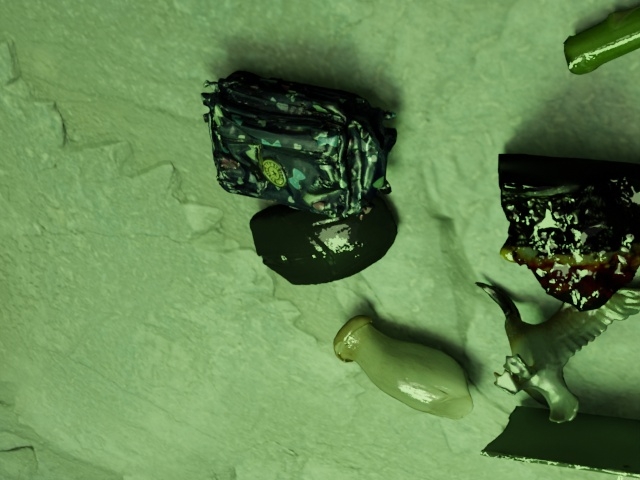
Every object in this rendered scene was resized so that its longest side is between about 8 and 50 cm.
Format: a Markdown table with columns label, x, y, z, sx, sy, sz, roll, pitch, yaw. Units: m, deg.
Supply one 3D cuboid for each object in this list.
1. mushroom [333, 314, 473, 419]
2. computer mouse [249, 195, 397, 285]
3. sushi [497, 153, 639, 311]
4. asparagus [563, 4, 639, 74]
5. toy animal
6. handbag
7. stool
| label | x | y | z | sx | sy | sz | roll | pitch | yaw |
| --- | --- | --- | --- | --- | --- | --- | --- | --- | --- |
| mushroom | 0.118 | 0.178 | 1.535 | 0.212 | 0.097 | 0.088 | 26 | 91 | 17 |
| computer mouse | 0.000 | 0.000 | 1.467 | 0.217 | 0.073 | 0.122 | -13 | 118 | 39 |
| sushi | 0.287 | -0.007 | 1.237 | 0.172 | 0.153 | 0.150 | 0 | 107 | 6 |
| asparagus | 0.329 | -0.219 | 1.117 | 0.178 | 0.041 | 0.045 | -21 | 68 | 40 |
| toy animal | 0.267 | 0.124 | 1.375 | 0.197 | 0.160 | 0.272 | 36 | 128 | 2 |
| handbag | -0.035 | -0.120 | 1.363 | 0.260 | 0.113 | 0.162 | 16 | 126 | 29 |
| stool | 0.358 | 0.369 | 1.432 | 0.270 | 0.170 | 0.243 | 3 | 104 | 26 |
